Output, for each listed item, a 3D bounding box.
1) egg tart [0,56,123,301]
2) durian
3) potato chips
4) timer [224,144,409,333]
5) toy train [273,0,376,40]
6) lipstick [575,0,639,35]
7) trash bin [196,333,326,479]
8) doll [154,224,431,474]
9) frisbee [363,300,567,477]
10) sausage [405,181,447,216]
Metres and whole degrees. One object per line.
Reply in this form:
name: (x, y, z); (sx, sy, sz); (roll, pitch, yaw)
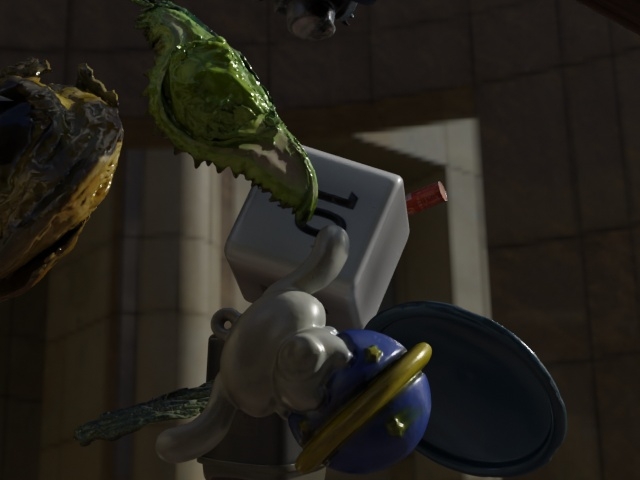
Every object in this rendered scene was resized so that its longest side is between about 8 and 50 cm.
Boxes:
egg tart: (-0.309, -0.069, 1.266); (0.297, 0.297, 0.132); (-17, -47, 37)
durian: (-0.132, -0.166, 1.605); (0.132, 0.375, 0.106); (-40, -4, 28)
potato chips: (-0.207, 0.218, 1.706); (0.207, 0.028, 0.092); (-14, 16, -6)
timer: (0.000, 0.000, 1.917); (0.195, 0.192, 0.194); (18, -21, 16)
toy train: (0.018, -0.344, 1.277); (0.131, 0.300, 0.202); (12, -26, -20)
lipstick: (0.297, -0.328, 1.660); (0.356, 0.057, 0.057); (26, -25, -8)
trash bin: (-0.095, 0.299, 2.314); (0.209, 0.290, 0.182); (1, 0, 39)
doll: (-0.023, 0.164, 1.444); (0.311, 0.243, 0.159); (-39, 3, -7)
frisbee: (0.180, 0.185, 1.747); (0.289, 0.049, 0.290); (18, -46, 20)
sausage: (0.128, -0.051, 2.078); (0.129, 0.034, 0.034); (-23, -26, 19)
